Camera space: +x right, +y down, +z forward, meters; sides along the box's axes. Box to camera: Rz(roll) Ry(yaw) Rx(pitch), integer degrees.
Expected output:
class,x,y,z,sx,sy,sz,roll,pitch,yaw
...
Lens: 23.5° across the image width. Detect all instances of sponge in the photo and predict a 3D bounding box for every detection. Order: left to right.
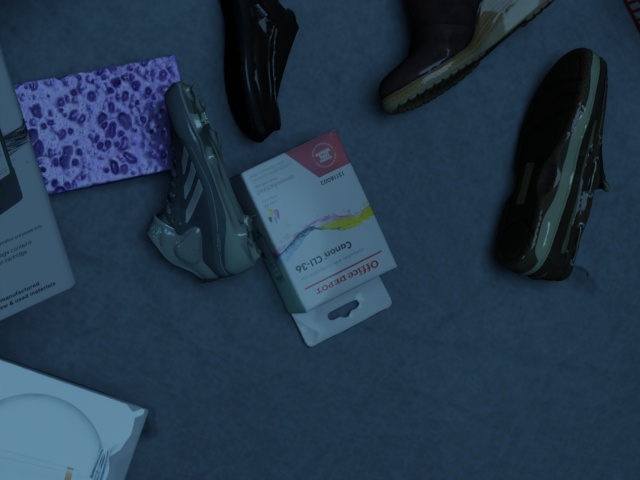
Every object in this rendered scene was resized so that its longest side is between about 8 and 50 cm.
class,x,y,z,sx,sy,sz,roll,pitch,yaw
sponge,-0.232,-0.112,1.552,0.210,0.031,0.117,-13,91,-18

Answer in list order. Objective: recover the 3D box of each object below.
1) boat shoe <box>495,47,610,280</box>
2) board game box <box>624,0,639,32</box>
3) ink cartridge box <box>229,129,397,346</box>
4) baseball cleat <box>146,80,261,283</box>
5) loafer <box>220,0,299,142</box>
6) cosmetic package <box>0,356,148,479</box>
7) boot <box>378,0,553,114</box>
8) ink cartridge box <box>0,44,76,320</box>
class,x,y,z,sx,sy,sz,roll,pitch,yaw
boat shoe,0.270,-0.078,1.683,0.095,0.095,0.257,21,86,-29
board game box,0.382,-0.309,1.671,0.045,0.193,0.147,-29,94,-16
ink cartridge box,0.000,0.000,1.596,0.115,0.067,0.198,-27,94,-18
baseball cleat,-0.135,-0.051,1.534,0.109,0.072,0.206,-18,103,11
loafer,-0.057,-0.212,1.587,0.078,0.080,0.220,-4,87,-17
cosmetic package,-0.360,0.291,1.452,0.284,0.097,0.377,20,80,-12
boot,0.109,-0.274,1.658,0.248,0.090,0.207,-39,86,-15
ink cartridge box,-0.339,-0.084,1.374,0.114,0.198,0.273,-26,120,-23
